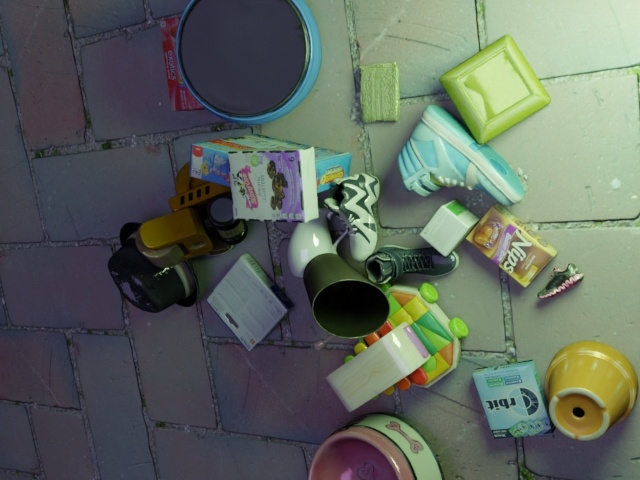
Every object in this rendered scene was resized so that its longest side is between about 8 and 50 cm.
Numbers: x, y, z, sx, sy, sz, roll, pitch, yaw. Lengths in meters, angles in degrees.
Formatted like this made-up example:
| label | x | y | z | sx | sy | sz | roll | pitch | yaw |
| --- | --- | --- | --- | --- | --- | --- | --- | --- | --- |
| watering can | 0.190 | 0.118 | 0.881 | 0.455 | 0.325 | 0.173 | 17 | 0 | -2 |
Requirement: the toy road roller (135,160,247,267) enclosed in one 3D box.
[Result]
| label | x | y | z | sx | sy | sz | roll | pitch | yaw |
| --- | --- | --- | --- | --- | --- | --- | --- | --- | --- |
| toy road roller | -0.376 | -0.086 | 1.985 | 0.330 | 0.202 | 0.240 | -22 | 75 | -5 |

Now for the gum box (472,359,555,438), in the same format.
| label | x | y | z | sx | sy | sz | roll | pitch | yaw |
| --- | --- | --- | --- | --- | --- | --- | --- | --- | --- |
| gum box | 0.490 | 0.406 | 1.753 | 0.157 | 0.041 | 0.184 | -16 | 95 | 32 |

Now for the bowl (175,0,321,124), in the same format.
| label | x | y | z | sx | sy | sz | roll | pitch | yaw |
| --- | --- | --- | --- | --- | --- | --- | --- | --- | --- |
| bowl | -0.194 | -0.499 | 1.810 | 0.392 | 0.077 | 0.390 | 2 | 103 | 8 |

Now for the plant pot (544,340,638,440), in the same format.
| label | x | y | z | sx | sy | sz | roll | pitch | yaw |
| --- | --- | --- | --- | --- | --- | --- | --- | --- | --- |
| plant pot | 0.610 | 0.359 | 1.585 | 0.205 | 0.188 | 0.205 | 8 | 106 | 28 |

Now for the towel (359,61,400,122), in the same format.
| label | x | y | z | sx | sy | sz | roll | pitch | yaw |
| --- | --- | --- | --- | --- | --- | --- | --- | --- | --- |
| towel | 0.152 | -0.374 | 1.751 | 0.110 | 0.027 | 0.148 | 3 | 103 | 28 |

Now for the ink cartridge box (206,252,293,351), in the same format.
| label | x | y | z | sx | sy | sz | roll | pitch | yaw |
| --- | --- | --- | --- | --- | --- | --- | --- | --- | --- |
| ink cartridge box | -0.218 | 0.191 | 2.102 | 0.223 | 0.045 | 0.224 | 49 | 122 | 11 |

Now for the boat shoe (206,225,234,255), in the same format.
| label | x | y | z | sx | sy | sz | roll | pitch | yaw |
| --- | --- | --- | --- | --- | --- | --- | --- | --- | --- |
| boat shoe | -0.386 | 0.006 | 2.120 | 0.258 | 0.095 | 0.095 | 1 | 103 | 30 |

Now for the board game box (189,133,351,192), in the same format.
| label | x | y | z | sx | sy | sz | roll | pitch | yaw |
| --- | --- | --- | --- | --- | --- | --- | --- | --- | --- |
| board game box | -0.125 | -0.198 | 1.794 | 0.308 | 0.302 | 0.086 | 16 | 111 | 26 |

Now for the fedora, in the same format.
| label | x | y | z | sx | sy | sz | roll | pitch | yaw |
| --- | --- | --- | --- | --- | --- | --- | --- | --- | --- |
| fedora | -0.541 | 0.108 | 2.149 | 0.334 | 0.152 | 0.334 | 24 | 137 | 24 |

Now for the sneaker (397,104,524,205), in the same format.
| label | x | y | z | sx | sy | sz | roll | pitch | yaw |
| --- | --- | --- | --- | --- | --- | --- | --- | --- | --- |
| sneaker | 0.320 | -0.151 | 1.659 | 0.319 | 0.127 | 0.208 | 49 | 119 | 21 |

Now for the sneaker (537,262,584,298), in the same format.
| label | x | y | z | sx | sy | sz | roll | pitch | yaw |
| --- | --- | --- | --- | --- | --- | --- | --- | --- | --- |
| sneaker | 0.561 | 0.095 | 1.635 | 0.119 | 0.047 | 0.057 | -38 | 68 | 28 |

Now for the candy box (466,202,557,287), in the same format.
| label | x | y | z | sx | sy | sz | roll | pitch | yaw |
| --- | --- | --- | --- | --- | --- | --- | --- | --- | --- |
| candy box | 0.459 | 0.010 | 1.661 | 0.187 | 0.053 | 0.109 | 41 | 118 | 13 |

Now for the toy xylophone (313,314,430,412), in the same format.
| label | x | y | z | sx | sy | sz | roll | pitch | yaw |
| --- | --- | --- | --- | --- | --- | --- | --- | --- | --- |
| toy xylophone | 0.125 | 0.320 | 1.837 | 0.323 | 0.081 | 0.236 | -32 | 85 | 33 |

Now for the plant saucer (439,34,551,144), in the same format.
| label | x | y | z | sx | sy | sz | roll | pitch | yaw |
| --- | --- | --- | --- | --- | --- | --- | --- | --- | --- |
| plant saucer | 0.396 | -0.346 | 1.568 | 0.188 | 0.045 | 0.188 | -32 | 86 | 11 |

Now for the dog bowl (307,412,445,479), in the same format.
| label | x | y | z | sx | sy | sz | roll | pitch | yaw |
| --- | --- | --- | --- | --- | --- | --- | --- | --- | --- |
| dog bowl | 0.134 | 0.689 | 1.897 | 0.408 | 0.150 | 0.407 | -5 | 82 | 39 |

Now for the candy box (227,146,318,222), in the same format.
| label | x | y | z | sx | sy | sz | roll | pitch | yaw |
| --- | --- | --- | --- | --- | --- | --- | --- | --- | --- |
| candy box | -0.110 | -0.128 | 1.584 | 0.196 | 0.070 | 0.164 | 3 | 105 | 28 |

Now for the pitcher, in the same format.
| label | x | y | z | sx | sy | sz | roll | pitch | yaw |
| --- | --- | --- | --- | --- | --- | --- | --- | --- | --- |
| pitcher | 0.000 | 0.000 | 1.893 | 0.178 | 0.125 | 0.207 | 7 | 96 | 13 |

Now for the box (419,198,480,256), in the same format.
| label | x | y | z | sx | sy | sz | roll | pitch | yaw |
| --- | --- | --- | --- | --- | --- | --- | --- | --- | --- |
| box | 0.319 | -0.032 | 1.700 | 0.087 | 0.101 | 0.102 | 43 | 120 | 13 |

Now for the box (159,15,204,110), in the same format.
| label | x | y | z | sx | sy | sz | roll | pitch | yaw |
| --- | --- | --- | --- | --- | --- | --- | --- | --- | --- |
| box | -0.353 | -0.499 | 1.951 | 0.128 | 0.123 | 0.256 | 2 | 104 | 28 |

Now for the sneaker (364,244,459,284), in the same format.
| label | x | y | z | sx | sy | sz | roll | pitch | yaw |
| --- | --- | --- | --- | --- | --- | --- | --- | --- | --- |
| sneaker | 0.223 | 0.064 | 1.748 | 0.226 | 0.163 | 0.086 | 1 | 102 | 28 |

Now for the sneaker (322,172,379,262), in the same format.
| label | x | y | z | sx | sy | sz | roll | pitch | yaw |
| --- | --- | --- | --- | --- | --- | --- | --- | --- | --- |
| sneaker | 0.067 | -0.058 | 1.789 | 0.094 | 0.153 | 0.234 | 28 | 114 | 55 |

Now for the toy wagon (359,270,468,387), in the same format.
| label | x | y | z | sx | sy | sz | roll | pitch | yaw |
| --- | --- | --- | --- | --- | --- | --- | --- | --- | --- |
| toy wagon | 0.216 | 0.226 | 1.848 | 0.344 | 0.068 | 0.267 | 51 | 121 | 9 |

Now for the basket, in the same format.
| label | x | y | z | sx | sy | sz | roll | pitch | yaw |
| --- | --- | --- | --- | --- | --- | --- | --- | --- | --- |
| basket | 0.046 | 0.129 | 1.762 | 0.205 | 0.227 | 0.154 | 15 | 105 | -20 |
